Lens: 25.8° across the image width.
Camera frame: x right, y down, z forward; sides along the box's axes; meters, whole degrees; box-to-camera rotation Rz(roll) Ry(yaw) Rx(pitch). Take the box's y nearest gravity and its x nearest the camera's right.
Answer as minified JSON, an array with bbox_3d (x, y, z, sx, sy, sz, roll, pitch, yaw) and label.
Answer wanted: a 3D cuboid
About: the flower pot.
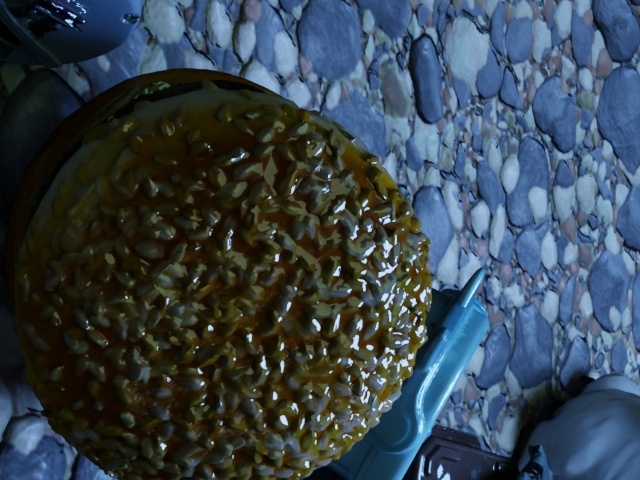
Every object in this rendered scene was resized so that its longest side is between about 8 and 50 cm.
[{"bbox_3d":[0.136,0.285,1.514,0.251,0.084,0.178,23,71,-46],"label":"flower pot"}]

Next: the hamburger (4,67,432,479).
[{"bbox_3d":[-0.082,0.032,1.089,0.330,0.250,0.330,-3,100,-14],"label":"hamburger"}]

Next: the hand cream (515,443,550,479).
[{"bbox_3d":[0.178,0.294,1.472,0.248,0.052,0.075,-25,128,-52],"label":"hand cream"}]

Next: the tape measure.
[{"bbox_3d":[-0.226,-0.205,1.069,0.182,0.181,0.107,24,58,-43],"label":"tape measure"}]

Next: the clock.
[{"bbox_3d":[0.072,0.140,1.308,0.223,0.094,0.274,-51,167,-51],"label":"clock"}]

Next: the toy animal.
[{"bbox_3d":[0.415,0.272,1.625,0.194,0.357,0.257,30,68,-39],"label":"toy animal"}]
